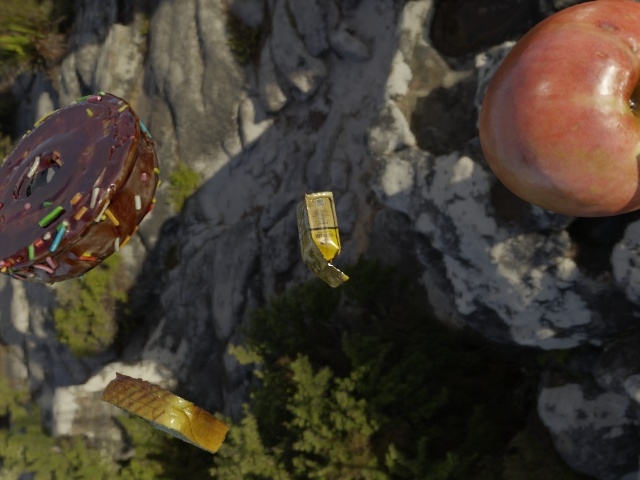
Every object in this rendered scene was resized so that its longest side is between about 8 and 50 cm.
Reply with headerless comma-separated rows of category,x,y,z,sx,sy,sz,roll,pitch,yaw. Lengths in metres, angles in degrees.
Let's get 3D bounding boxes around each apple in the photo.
apple,0.451,-0.214,1.314,0.364,0.364,0.363,-1,88,50

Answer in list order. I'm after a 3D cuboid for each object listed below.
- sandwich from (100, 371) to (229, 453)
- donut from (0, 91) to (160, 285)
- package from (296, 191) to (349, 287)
sandwich,-0.292,0.335,1.496,0.186,0.214,0.065,15,68,26
donut,-0.273,-0.051,0.844,0.235,0.089,0.235,-19,48,23
package,0.000,0.000,1.095,0.071,0.047,0.131,144,119,-69
